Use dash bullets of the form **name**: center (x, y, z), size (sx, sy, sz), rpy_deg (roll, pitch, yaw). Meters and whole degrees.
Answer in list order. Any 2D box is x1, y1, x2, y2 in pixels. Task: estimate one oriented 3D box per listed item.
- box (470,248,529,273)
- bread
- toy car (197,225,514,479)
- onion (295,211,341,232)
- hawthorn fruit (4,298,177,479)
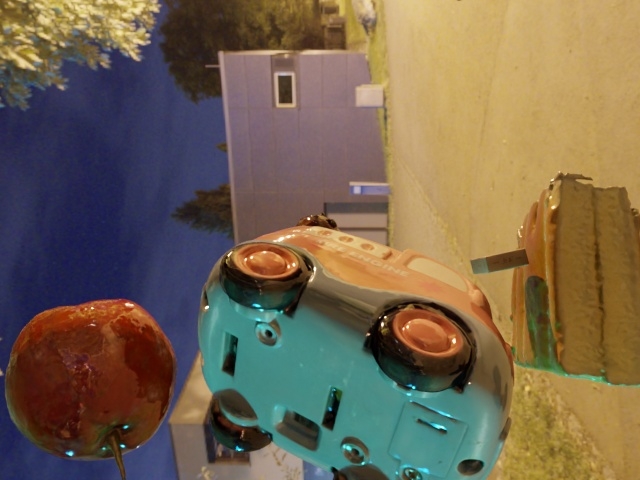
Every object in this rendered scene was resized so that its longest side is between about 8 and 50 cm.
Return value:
- **box**: center (0.237, 0.029, 0.674), size (0.083, 0.053, 0.024), rpy_deg (35, -138, -85)
- **bread**: center (0.331, 0.059, 0.679), size (0.239, 0.111, 0.246), rpy_deg (57, -144, -76)
- **toy car**: center (0.035, 0.086, 0.449), size (0.212, 0.270, 0.181), rpy_deg (-39, -34, -54)
- **onion**: center (0.000, 0.000, 1.089), size (0.118, 0.117, 0.119), rpy_deg (-21, 62, 46)
- **hawthorn fruit**: center (-0.169, 0.106, 0.385), size (0.140, 0.125, 0.125), rpy_deg (9, 101, 56)
